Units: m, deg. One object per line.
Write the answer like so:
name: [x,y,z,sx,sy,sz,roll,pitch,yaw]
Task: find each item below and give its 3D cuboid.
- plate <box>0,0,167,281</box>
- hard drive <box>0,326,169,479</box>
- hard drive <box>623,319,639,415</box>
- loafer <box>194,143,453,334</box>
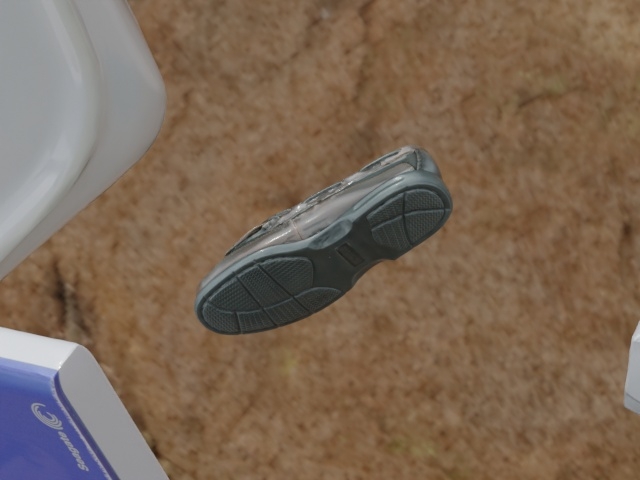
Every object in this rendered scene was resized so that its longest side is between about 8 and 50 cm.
plate: [-0.158,-0.038,0.346,0.045,0.277,0.278,24,60,36]
hard drive: [-0.259,0.128,1.099,0.318,0.210,0.040,9,50,33]
hard drive: [0.285,-0.011,0.657,0.233,0.047,0.353,11,32,19]
loafer: [0.000,0.000,1.431,0.267,0.096,0.084,-28,38,14]
